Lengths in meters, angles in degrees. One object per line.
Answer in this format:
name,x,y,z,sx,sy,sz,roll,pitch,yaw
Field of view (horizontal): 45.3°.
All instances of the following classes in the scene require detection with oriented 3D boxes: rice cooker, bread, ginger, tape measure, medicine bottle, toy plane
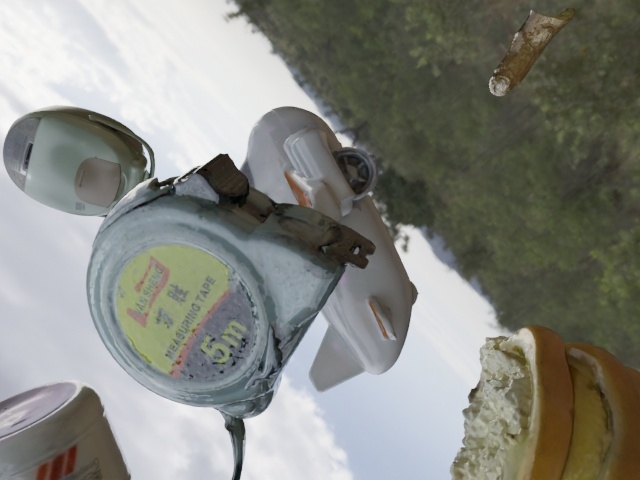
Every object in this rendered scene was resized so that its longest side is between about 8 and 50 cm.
rice cooker,-0.340,-0.115,1.092,0.206,0.145,0.127,16,-157,-14
bread,0.310,0.258,0.949,0.270,0.316,0.211,19,143,6
ginger,0.242,-0.227,0.899,0.044,0.137,0.057,34,-174,-36
tape measure,-0.104,0.097,0.517,0.164,0.330,0.084,35,-153,7
medicine bottle,-0.422,0.413,1.208,0.256,0.255,0.325,-90,-17,-78
toy plane,0.000,0.000,0.649,0.245,0.117,0.245,63,173,14
